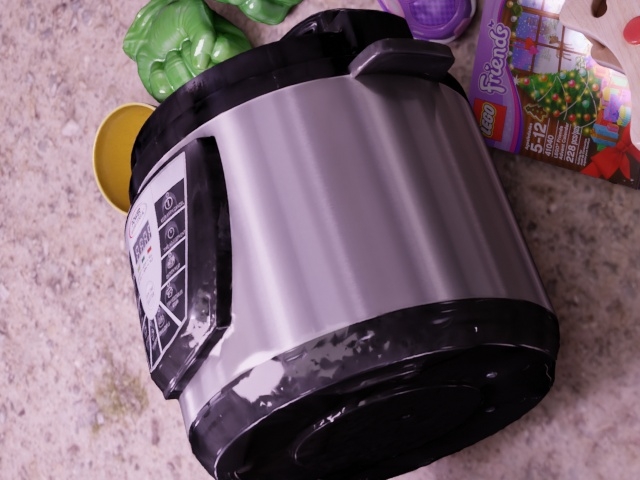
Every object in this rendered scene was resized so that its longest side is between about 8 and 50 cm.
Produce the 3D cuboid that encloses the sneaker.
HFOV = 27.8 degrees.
[{"bbox_3d":[0.071,-0.310,1.414,0.095,0.104,0.236,-45,68,16],"label":"sneaker"}]

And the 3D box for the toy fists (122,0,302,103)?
[{"bbox_3d":[-0.117,-0.275,1.517,0.142,0.096,0.279,44,104,22],"label":"toy fists"}]

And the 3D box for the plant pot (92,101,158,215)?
[{"bbox_3d":[-0.188,-0.097,1.531,0.134,0.095,0.134,4,98,32],"label":"plant pot"}]

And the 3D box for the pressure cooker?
[{"bbox_3d":[0.004,0.001,1.269,0.370,0.375,0.420,-21,64,10],"label":"pressure cooker"}]

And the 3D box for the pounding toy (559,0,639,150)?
[{"bbox_3d":[0.277,-0.195,1.113,0.154,0.155,0.269,-20,52,32],"label":"pounding toy"}]

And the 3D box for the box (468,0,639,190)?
[{"bbox_3d":[0.261,-0.217,1.280,0.201,0.057,0.293,20,114,29],"label":"box"}]
